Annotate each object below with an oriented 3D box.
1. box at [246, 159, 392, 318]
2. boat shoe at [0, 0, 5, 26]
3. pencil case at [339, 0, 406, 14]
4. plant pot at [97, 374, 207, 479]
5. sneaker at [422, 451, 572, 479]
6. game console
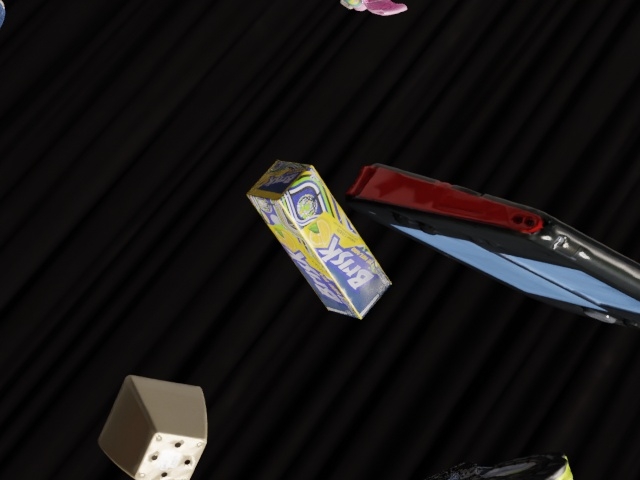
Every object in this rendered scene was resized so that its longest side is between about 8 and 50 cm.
[{"bbox_3d":[0.000,0.000,1.542,0.059,0.054,0.169,12,144,52],"label":"box"},{"bbox_3d":[-0.307,-0.197,1.168,0.066,0.066,0.183,31,172,15],"label":"boat shoe"},{"bbox_3d":[-0.050,-0.262,1.161,0.284,0.124,0.124,25,152,26],"label":"pencil case"},{"bbox_3d":[-0.200,0.246,1.921,0.109,0.109,0.096,13,-157,-31],"label":"plant pot"},{"bbox_3d":[0.155,0.292,1.543,0.300,0.111,0.121,-21,87,61],"label":"sneaker"},{"bbox_3d":[0.244,0.027,1.658,0.386,0.060,0.342,25,178,-35],"label":"game console"}]
